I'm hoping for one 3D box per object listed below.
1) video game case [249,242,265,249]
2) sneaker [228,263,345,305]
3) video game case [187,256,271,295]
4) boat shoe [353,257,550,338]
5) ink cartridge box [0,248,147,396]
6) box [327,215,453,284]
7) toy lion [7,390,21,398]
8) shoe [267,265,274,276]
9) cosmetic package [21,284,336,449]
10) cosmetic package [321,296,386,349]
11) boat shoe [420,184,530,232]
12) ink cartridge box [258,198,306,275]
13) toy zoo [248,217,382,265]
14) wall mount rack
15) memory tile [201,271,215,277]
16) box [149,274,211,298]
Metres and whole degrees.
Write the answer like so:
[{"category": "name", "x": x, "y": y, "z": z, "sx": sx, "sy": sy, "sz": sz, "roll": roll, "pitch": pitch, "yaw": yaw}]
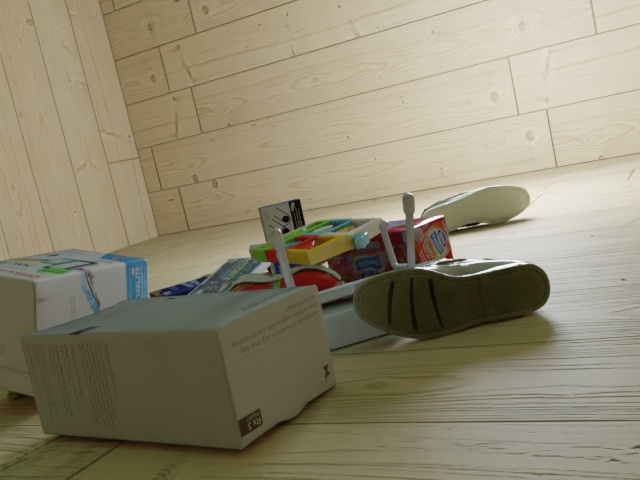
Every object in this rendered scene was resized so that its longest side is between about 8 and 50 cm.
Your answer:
[{"category": "video game case", "x": -0.075, "y": 0.030, "z": 1.999, "sx": 0.201, "sy": 0.023, "sz": 0.183, "roll": -7, "pitch": -15, "yaw": 6}, {"category": "sneaker", "x": -0.076, "y": 0.125, "z": 1.446, "sx": 0.279, "sy": 0.107, "sz": 0.118, "roll": -12, "pitch": 26, "yaw": 31}, {"category": "video game case", "x": -0.232, "y": 0.101, "z": 1.835, "sx": 0.173, "sy": 0.022, "sz": 0.190, "roll": -5, "pitch": 29, "yaw": 45}, {"category": "boat shoe", "x": 0.199, "y": 0.087, "z": 1.162, "sx": 0.302, "sy": 0.113, "sz": 0.103, "roll": -3, "pitch": 5, "yaw": -3}, {"category": "ink cartridge box", "x": -0.473, "y": 0.135, "z": 1.314, "sx": 0.198, "sy": 0.197, "sz": 0.270, "roll": 6, "pitch": 9, "yaw": 26}, {"category": "box", "x": 0.144, "y": 0.027, "z": 1.586, "sx": 0.257, "sy": 0.122, "sz": 0.128, "roll": -6, "pitch": 12, "yaw": 45}, {"category": "toy lion", "x": -0.517, "y": 0.259, "z": 1.341, "sx": 0.100, "sy": 0.034, "sz": 0.096, "roll": -10, "pitch": 0, "yaw": 17}, {"category": "shoe", "x": -0.111, "y": 0.072, "z": 1.925, "sx": 0.081, "sy": 0.063, "sz": 0.178, "roll": -11, "pitch": 2, "yaw": 23}, {"category": "cosmetic package", "x": -0.198, "y": 0.167, "z": 1.010, "sx": 0.385, "sy": 0.156, "sz": 0.217, "roll": -9, "pitch": 7, "yaw": 33}, {"category": "cosmetic package", "x": 0.013, "y": 0.140, "z": 1.214, "sx": 0.239, "sy": 0.060, "sz": 0.099, "roll": -14, "pitch": 9, "yaw": -12}, {"category": "boat shoe", "x": 0.427, "y": -0.092, "z": 2.054, "sx": 0.305, "sy": 0.109, "sz": 0.091, "roll": -15, "pitch": 12, "yaw": 8}, {"category": "ink cartridge box", "x": -0.075, "y": 0.013, "z": 1.735, "sx": 0.097, "sy": 0.207, "sz": 0.046, "roll": -15, "pitch": 7, "yaw": -12}, {"category": "toy zoo", "x": 0.000, "y": 0.000, "z": 1.520, "sx": 0.192, "sy": 0.030, "sz": 0.293, "roll": -25, "pitch": 13, "yaw": -29}, {"category": "wall mount rack", "x": 0.039, "y": 0.028, "z": 1.204, "sx": 0.350, "sy": 0.130, "sz": 0.304, "roll": -16, "pitch": -3, "yaw": -4}, {"category": "memory tile", "x": -0.284, "y": 0.099, "z": 2.179, "sx": 0.113, "sy": 0.012, "sz": 0.148, "roll": -17, "pitch": 9, "yaw": -27}, {"category": "box", "x": -0.332, "y": 0.129, "z": 1.959, "sx": 0.225, "sy": 0.036, "sz": 0.136, "roll": -15, "pitch": 8, "yaw": -24}]
